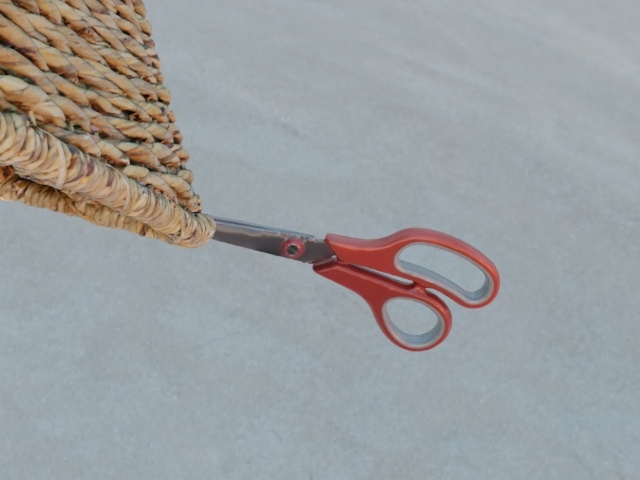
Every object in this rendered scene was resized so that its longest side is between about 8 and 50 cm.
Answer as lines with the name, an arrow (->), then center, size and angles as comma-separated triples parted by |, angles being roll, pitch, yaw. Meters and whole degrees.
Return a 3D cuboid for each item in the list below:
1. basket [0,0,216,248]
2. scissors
basket -> -0.219, -0.087, 0.455 | 0.214, 0.299, 0.223 | -19, 79, 8
scissors -> 0.000, 0.000, 0.662 | 0.297, 0.109, 0.021 | 27, 28, -15
